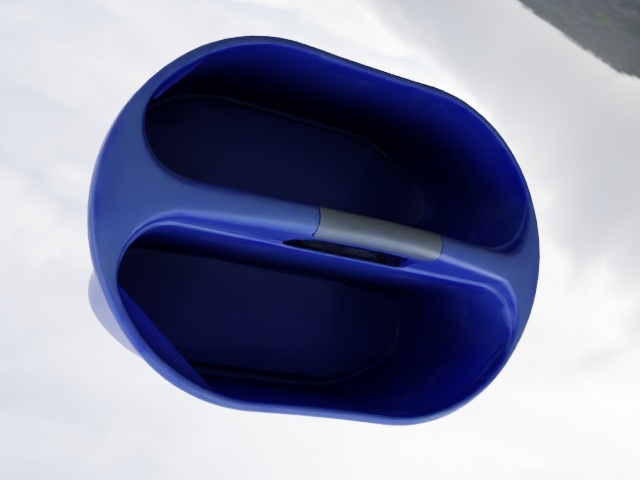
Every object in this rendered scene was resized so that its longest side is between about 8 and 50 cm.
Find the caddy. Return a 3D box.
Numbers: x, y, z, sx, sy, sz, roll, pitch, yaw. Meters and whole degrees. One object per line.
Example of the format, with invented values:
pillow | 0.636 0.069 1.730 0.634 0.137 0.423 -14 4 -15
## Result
caddy | 0.000 0.000 0.601 0.341 0.241 0.179 11 172 -27
